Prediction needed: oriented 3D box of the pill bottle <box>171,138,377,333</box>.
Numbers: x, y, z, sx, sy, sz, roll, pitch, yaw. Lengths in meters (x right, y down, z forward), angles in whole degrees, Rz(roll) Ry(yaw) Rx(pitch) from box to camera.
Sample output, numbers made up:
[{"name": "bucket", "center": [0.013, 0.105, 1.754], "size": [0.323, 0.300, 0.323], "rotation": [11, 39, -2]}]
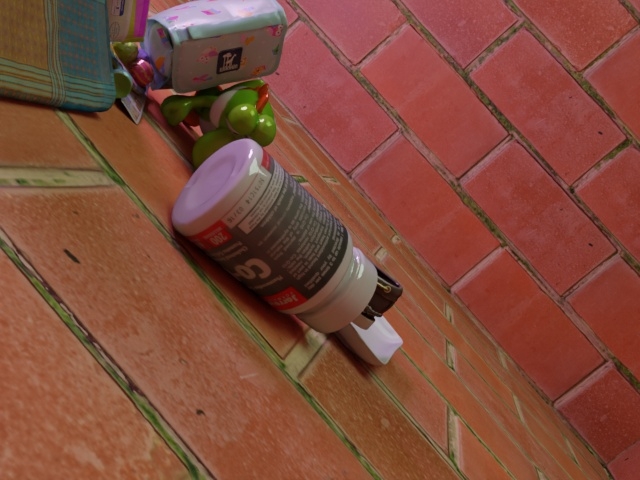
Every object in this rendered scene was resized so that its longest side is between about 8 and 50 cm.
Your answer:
[{"name": "pill bottle", "center": [-0.057, 0.003, 1.043], "size": [0.283, 0.161, 0.161], "rotation": [43, 12, -29]}]

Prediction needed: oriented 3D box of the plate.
[{"name": "plate", "center": [0.034, 0.111, 1.345], "size": [0.278, 0.045, 0.277], "rotation": [49, 10, 8]}]

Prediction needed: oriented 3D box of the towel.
[{"name": "towel", "center": [-0.344, -0.301, 0.887], "size": [0.370, 0.040, 0.271], "rotation": [-34, 124, -80]}]

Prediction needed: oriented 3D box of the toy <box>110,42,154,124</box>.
[{"name": "toy", "center": [-0.328, -0.303, 1.269], "size": [0.136, 0.056, 0.237], "rotation": [59, 11, -27]}]

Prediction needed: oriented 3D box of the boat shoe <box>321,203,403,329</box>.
[{"name": "boat shoe", "center": [0.000, 0.000, 1.225], "size": [0.324, 0.097, 0.116], "rotation": [48, 11, 7]}]

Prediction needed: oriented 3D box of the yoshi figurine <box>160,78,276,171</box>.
[{"name": "yoshi figurine", "center": [-0.185, -0.189, 1.356], "size": [0.362, 0.204, 0.202], "rotation": [-144, -132, -69]}]

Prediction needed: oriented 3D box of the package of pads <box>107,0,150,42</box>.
[{"name": "package of pads", "center": [-0.380, -0.472, 1.177], "size": [0.101, 0.229, 0.296], "rotation": [-19, 50, -44]}]

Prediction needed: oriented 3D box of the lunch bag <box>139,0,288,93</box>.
[{"name": "lunch bag", "center": [-0.199, -0.362, 1.338], "size": [0.262, 0.224, 0.160], "rotation": [16, -60, 64]}]
